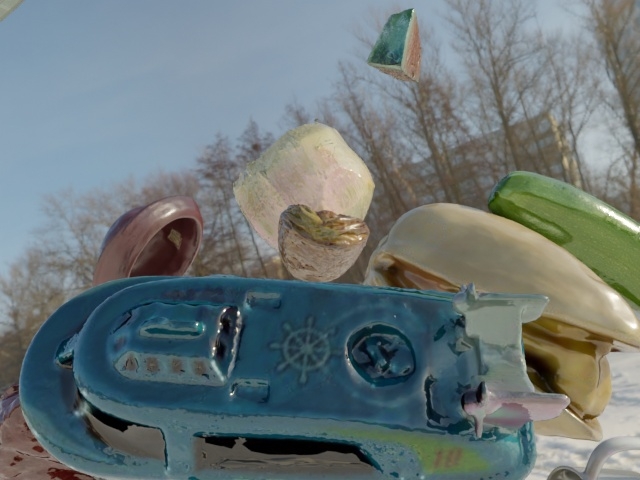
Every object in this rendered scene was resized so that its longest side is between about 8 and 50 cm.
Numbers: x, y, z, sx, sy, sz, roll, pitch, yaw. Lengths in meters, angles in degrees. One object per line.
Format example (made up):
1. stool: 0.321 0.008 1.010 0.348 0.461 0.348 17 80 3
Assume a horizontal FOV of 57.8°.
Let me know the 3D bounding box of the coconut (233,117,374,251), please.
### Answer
1. coconut: -0.021 -0.122 1.738 0.404 0.405 0.404 -13 -10 -2

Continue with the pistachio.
1. pistachio: 0.160 0.073 0.578 0.187 0.188 0.299 -4 26 -41

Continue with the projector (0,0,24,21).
1. projector: -0.454 -0.403 0.836 0.147 0.115 0.061 -27 -13 24

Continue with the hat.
1. hat: -0.260 0.011 0.849 0.205 0.089 0.205 -52 -17 -24

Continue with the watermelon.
1. watermelon: 0.207 -0.465 1.457 0.094 0.154 0.241 18 -2 22

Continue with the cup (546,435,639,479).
1. cup: 0.371 0.331 0.718 0.141 0.174 0.134 5 -16 -7

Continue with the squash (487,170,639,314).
1. squash: 0.307 0.007 0.627 0.292 0.082 0.082 31 -21 -9

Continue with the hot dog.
1. hot dog: 0.000 0.000 1.231 0.195 0.122 0.272 13 -23 1

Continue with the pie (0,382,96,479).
1. pie: -0.139 0.145 0.456 0.218 0.054 0.204 -27 -46 -1

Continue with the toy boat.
1. toy boat: -0.028 0.063 0.328 0.298 0.134 0.092 2 -38 2
